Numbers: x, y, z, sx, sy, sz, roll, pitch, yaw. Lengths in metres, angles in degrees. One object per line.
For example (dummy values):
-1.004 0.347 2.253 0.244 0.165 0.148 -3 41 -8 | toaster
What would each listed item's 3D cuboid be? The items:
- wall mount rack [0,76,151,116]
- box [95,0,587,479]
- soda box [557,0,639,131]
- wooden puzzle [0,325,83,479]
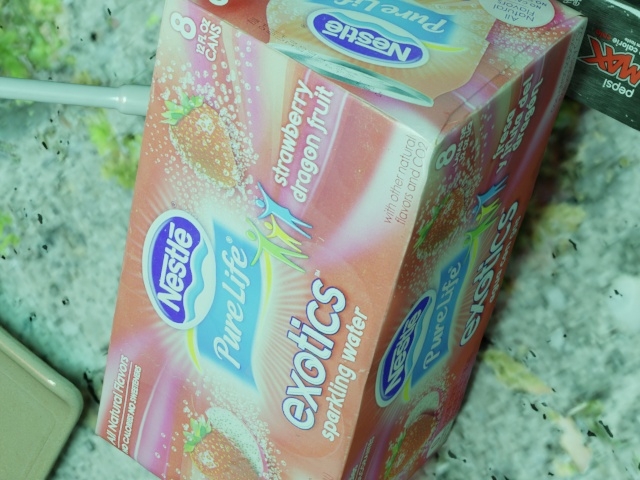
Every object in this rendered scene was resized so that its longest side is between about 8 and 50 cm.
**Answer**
-0.225 -0.199 1.110 0.304 0.130 0.350 16 108 28 | wall mount rack
0.000 0.000 0.970 0.154 0.142 0.300 32 134 19 | box
0.159 -0.090 0.964 0.169 0.053 0.060 29 114 20 | soda box
-0.269 0.114 1.250 0.221 0.044 0.239 37 120 15 | wooden puzzle
